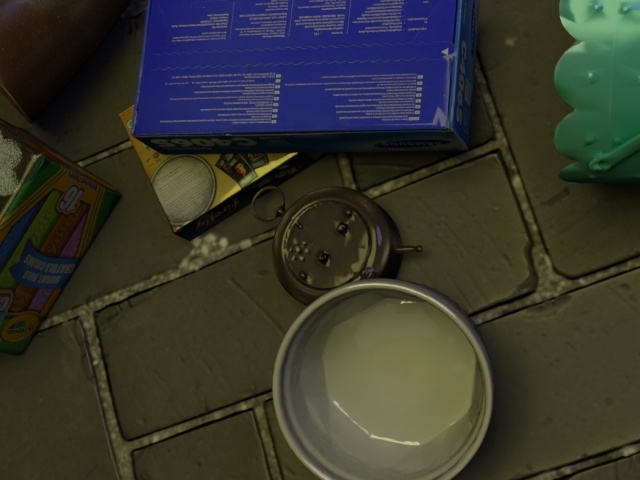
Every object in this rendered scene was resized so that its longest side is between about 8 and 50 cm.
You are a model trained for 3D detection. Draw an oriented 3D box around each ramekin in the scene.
[{"bbox_3d":[0.066,0.133,1.226,0.207,0.109,0.207,2,97,14],"label":"ramekin"}]

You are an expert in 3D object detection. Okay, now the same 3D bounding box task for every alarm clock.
[{"bbox_3d":[0.000,0.000,1.337,0.192,0.064,0.129,34,91,27],"label":"alarm clock"}]

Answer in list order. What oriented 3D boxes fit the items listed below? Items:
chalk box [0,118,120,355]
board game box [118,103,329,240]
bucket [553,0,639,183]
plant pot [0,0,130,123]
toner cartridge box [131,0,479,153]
[{"bbox_3d":[-0.395,0.009,1.418,0.180,0.179,0.289,33,91,23],"label":"chalk box"},{"bbox_3d":[-0.085,-0.132,1.408,0.243,0.042,0.165,-31,69,11],"label":"board game box"},{"bbox_3d":[0.322,-0.179,1.155,0.183,0.281,0.281,6,79,18],"label":"bucket"},{"bbox_3d":[-0.309,-0.287,1.457,0.230,0.215,0.215,-40,66,-8],"label":"plant pot"},{"bbox_3d":[-0.017,-0.177,1.329,0.348,0.075,0.165,1,79,21],"label":"toner cartridge box"}]
